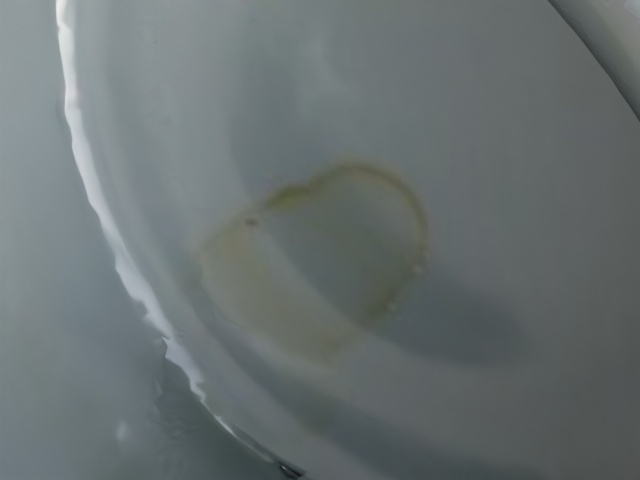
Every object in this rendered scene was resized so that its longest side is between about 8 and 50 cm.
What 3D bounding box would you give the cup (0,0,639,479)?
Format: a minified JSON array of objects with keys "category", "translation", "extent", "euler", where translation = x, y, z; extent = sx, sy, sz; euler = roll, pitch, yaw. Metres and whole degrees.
[{"category":"cup","translation":[0.000,0.000,0.500],"extent":[0.163,0.347,0.347],"euler":[-40,139,-46]}]
